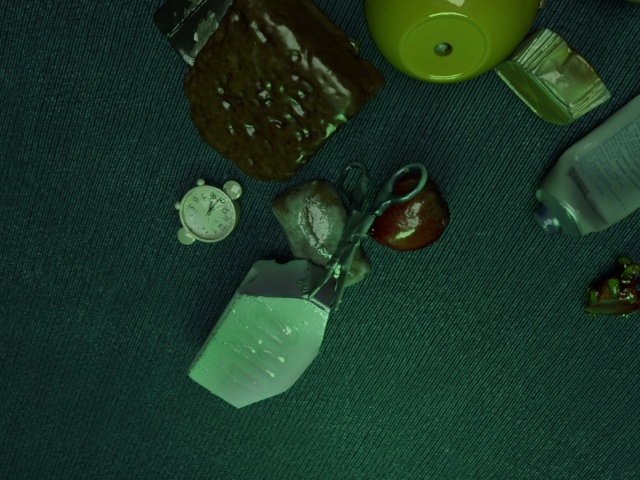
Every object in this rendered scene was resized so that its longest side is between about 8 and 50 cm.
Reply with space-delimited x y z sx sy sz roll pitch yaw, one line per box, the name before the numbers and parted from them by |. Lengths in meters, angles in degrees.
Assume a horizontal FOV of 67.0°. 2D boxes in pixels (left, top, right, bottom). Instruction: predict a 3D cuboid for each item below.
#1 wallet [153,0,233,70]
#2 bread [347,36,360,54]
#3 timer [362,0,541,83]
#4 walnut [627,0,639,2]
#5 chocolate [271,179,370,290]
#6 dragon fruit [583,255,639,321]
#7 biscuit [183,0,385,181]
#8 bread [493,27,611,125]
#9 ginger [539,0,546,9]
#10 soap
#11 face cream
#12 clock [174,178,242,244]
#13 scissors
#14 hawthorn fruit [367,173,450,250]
wallet | -0.237 -0.561 1.132 0.321 0.044 0.170 -36 101 16
bread | 0.050 -0.456 1.135 0.088 0.034 0.049 16 122 6
timer | 0.255 -0.520 0.959 0.376 0.376 0.387 7 64 5
walnut | 0.654 -0.616 0.895 0.313 0.277 0.252 -45 59 11
chocolate | 0.000 0.000 1.250 0.185 0.100 0.303 -23 106 10
dragon fruit | 0.739 0.129 1.195 0.138 0.142 0.175 20 89 -40
biscuit | -0.107 -0.321 1.049 0.342 0.166 0.395 41 136 -9
bread | 0.492 -0.348 1.031 0.210 0.192 0.110 41 104 -6
ginger | 0.480 -0.558 1.055 0.048 0.030 0.097 2 112 -23
soap | -0.138 0.242 1.262 0.261 0.156 0.446 34 119 -3
face cream | 0.680 -0.161 1.116 0.420 0.137 0.235 -38 98 7
clock | -0.291 -0.076 1.277 0.229 0.063 0.155 -43 95 14
scissors | 0.081 -0.019 1.096 0.029 0.256 0.383 40 68 -41
hawthorn fruit | 0.190 -0.058 1.170 0.235 0.181 0.181 -20 103 12
